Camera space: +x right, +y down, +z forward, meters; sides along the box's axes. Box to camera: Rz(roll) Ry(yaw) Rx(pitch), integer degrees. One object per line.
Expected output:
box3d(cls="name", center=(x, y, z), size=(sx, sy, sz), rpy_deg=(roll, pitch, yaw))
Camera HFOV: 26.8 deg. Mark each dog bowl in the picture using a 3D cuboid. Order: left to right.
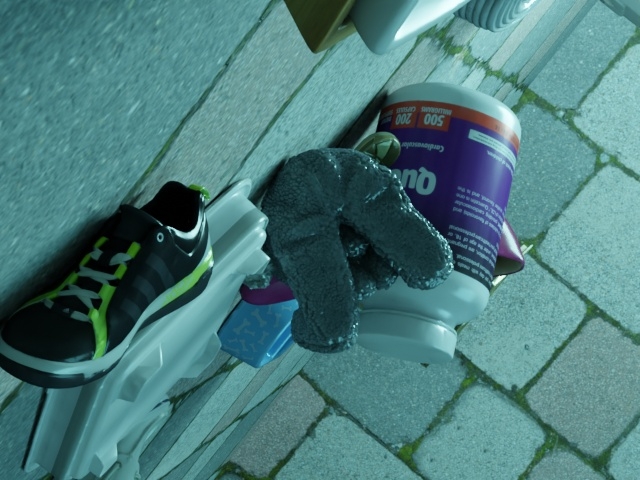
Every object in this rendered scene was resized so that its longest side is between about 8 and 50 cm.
box3d(cls="dog bowl", center=(-0.062, 0.108, 1.987), size=(0.166, 0.074, 0.297), rpy_deg=(-51, 173, 7))

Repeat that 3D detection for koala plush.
box3d(cls="koala plush", center=(0.000, 0.000, 1.510), size=(0.196, 0.203, 0.221), rpy_deg=(-33, -173, -17))

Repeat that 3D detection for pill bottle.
box3d(cls="pill bottle", center=(0.134, -0.020, 1.662), size=(0.181, 0.181, 0.323), rpy_deg=(106, -2, -74))

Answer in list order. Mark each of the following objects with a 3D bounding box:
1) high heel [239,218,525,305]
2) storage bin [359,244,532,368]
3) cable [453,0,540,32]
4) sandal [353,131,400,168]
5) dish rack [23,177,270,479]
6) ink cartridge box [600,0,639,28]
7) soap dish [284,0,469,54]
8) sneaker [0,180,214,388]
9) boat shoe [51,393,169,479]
box3d(cls="high heel", center=(0.086, 0.031, 1.770), size=(0.377, 0.181, 0.127), rpy_deg=(-27, 151, -21))
box3d(cls="storage bin", center=(0.149, 0.016, 2.081), size=(0.123, 0.262, 0.260), rpy_deg=(-40, 167, -48))
box3d(cls="cable", center=(0.233, -0.337, 1.448), size=(0.257, 0.089, 0.257), rpy_deg=(-44, 171, -44))
box3d(cls="sandal", center=(0.028, -0.084, 1.616), size=(0.072, 0.049, 0.180), rpy_deg=(4, 146, -39))
box3d(cls="dish rack", center=(-0.164, 0.109, 1.348), size=(0.285, 0.072, 0.333), rpy_deg=(-47, 173, -34))
box3d(cls="ink cartridge box", center=(0.454, -0.451, 1.827), size=(0.270, 0.197, 0.198), rpy_deg=(-52, 174, 11))
box3d(cls="soap dish", center=(0.092, -0.255, 0.845), size=(0.229, 0.118, 0.291), rpy_deg=(-55, 171, 34))
box3d(cls="sneaker", center=(-0.156, 0.019, 0.986), size=(0.234, 0.084, 0.097), rpy_deg=(-43, 146, -54))
box3d(cls="boat shoe", center=(-0.259, 0.289, 1.603), size=(0.267, 0.088, 0.096), rpy_deg=(-46, 172, -32))
